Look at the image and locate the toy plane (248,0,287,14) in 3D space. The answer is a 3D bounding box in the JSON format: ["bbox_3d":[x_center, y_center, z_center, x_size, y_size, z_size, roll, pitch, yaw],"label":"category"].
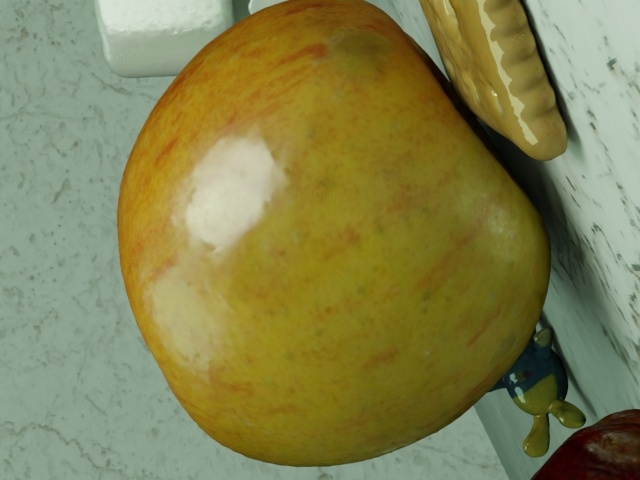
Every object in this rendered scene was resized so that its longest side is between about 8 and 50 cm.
[{"bbox_3d":[-0.048,-0.297,0.927,0.245,0.117,0.245,64,-178,-4],"label":"toy plane"}]

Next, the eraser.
[{"bbox_3d":[-0.120,-0.332,1.175,0.331,0.149,0.331,-2,-90,-77],"label":"eraser"}]

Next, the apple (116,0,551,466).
[{"bbox_3d":[0.000,0.000,0.800,0.299,0.275,0.299,53,-164,-22],"label":"apple"}]

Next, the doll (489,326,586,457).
[{"bbox_3d":[0.163,0.096,1.034,0.088,0.102,0.179,3,-129,-44],"label":"doll"}]

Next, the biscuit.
[{"bbox_3d":[0.059,-0.165,0.631,0.250,0.030,0.160,64,-179,-21],"label":"biscuit"}]

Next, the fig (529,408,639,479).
[{"bbox_3d":[0.191,0.207,0.532,0.274,0.145,0.170,50,179,15],"label":"fig"}]
